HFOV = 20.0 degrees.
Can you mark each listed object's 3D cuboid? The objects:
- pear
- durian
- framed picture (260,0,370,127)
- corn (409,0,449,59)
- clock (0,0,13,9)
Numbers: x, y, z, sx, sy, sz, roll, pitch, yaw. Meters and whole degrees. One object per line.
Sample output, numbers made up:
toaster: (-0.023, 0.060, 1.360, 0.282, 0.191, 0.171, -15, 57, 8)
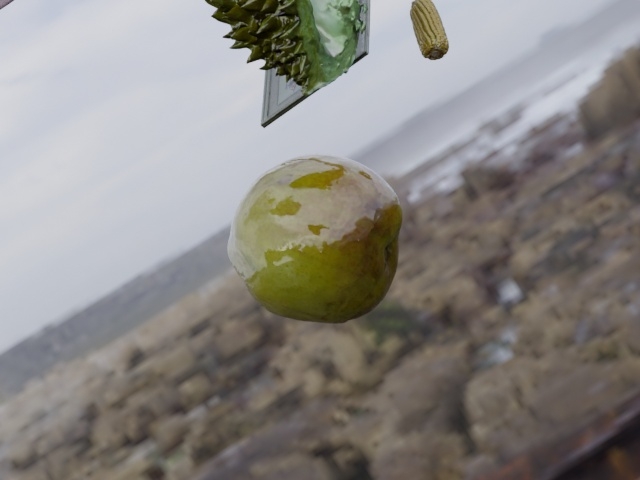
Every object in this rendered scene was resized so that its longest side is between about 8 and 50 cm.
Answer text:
pear: (0.000, 0.000, 2.011, 0.200, 0.200, 0.200, -32, 0, 0)
durian: (-0.005, -0.343, 1.996, 0.163, 0.198, 0.394, -53, 15, 49)
framed picture: (-0.003, -0.251, 2.138, 0.173, 0.010, 0.231, -34, 35, 30)
corn: (0.126, -0.246, 2.102, 0.037, 0.092, 0.037, -9, -39, -7)
clock: (-0.146, -0.291, 1.355, 0.290, 0.080, 0.275, -31, 15, 24)
